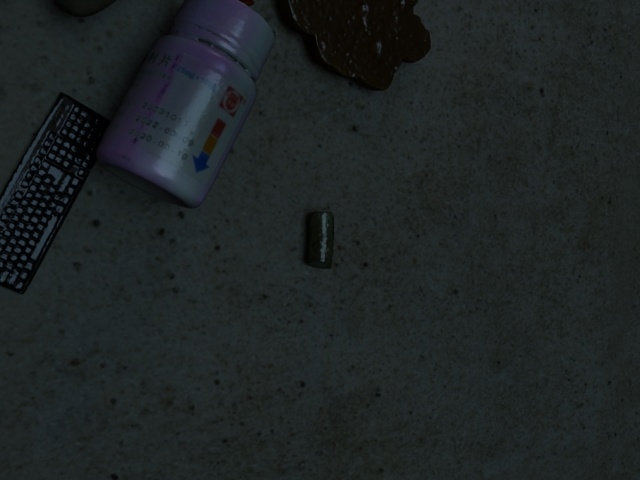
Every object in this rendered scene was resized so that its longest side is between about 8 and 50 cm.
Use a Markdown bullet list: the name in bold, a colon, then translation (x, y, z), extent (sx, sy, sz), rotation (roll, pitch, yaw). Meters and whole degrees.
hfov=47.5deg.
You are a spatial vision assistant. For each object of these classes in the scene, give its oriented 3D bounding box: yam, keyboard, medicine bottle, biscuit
- **yam**: translation (0.000, 0.000, 1.143), extent (0.043, 0.043, 0.094), rotation (0, 96, -34)
- **keyboard**: translation (-0.351, -0.060, 0.912), extent (0.087, 0.017, 0.250), rotation (32, 80, -34)
- **medicine bottle**: translation (-0.168, -0.181, 0.937), extent (0.152, 0.152, 0.254), rotation (30, 79, -33)
- **biscuit**: translation (0.060, -0.352, 1.129), extent (0.291, 0.041, 0.208), rotation (17, 89, -36)

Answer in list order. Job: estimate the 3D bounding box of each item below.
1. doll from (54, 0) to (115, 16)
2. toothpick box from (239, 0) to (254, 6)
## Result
- **doll**: translation (-0.317, -0.378, 0.755), extent (0.379, 0.252, 0.382), rotation (32, 85, -33)
- **toothpick box**: translation (-0.121, -0.361, 1.003), extent (0.047, 0.047, 0.083), rotation (-21, 109, -30)
